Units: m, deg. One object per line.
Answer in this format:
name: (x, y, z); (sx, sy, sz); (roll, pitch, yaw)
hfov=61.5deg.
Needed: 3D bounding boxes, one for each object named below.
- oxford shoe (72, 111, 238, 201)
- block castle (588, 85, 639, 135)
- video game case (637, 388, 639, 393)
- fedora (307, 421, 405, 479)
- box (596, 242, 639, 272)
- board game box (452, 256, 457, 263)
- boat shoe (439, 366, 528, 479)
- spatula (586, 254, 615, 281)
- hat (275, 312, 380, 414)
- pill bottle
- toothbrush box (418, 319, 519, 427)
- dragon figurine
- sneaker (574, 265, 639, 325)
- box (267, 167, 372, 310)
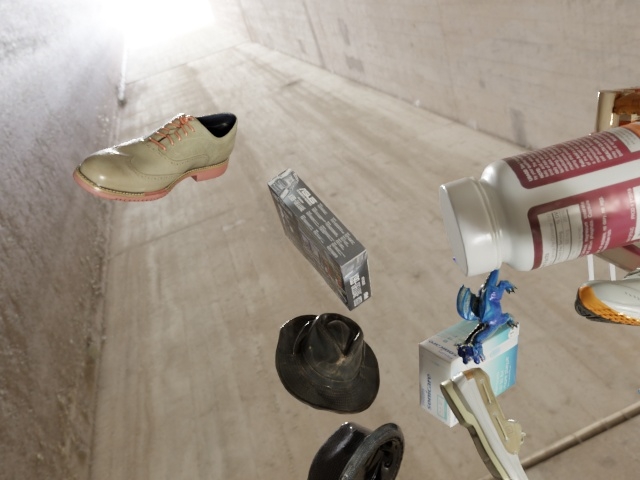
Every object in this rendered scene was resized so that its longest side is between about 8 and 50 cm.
oxford shoe: (-0.272, -0.165, 0.936); (0.123, 0.130, 0.348); (37, 31, 9)
block castle: (0.888, -0.256, 1.275); (0.303, 0.452, 0.213); (-148, -129, -60)
video game case: (1.055, 0.446, 1.593); (0.119, 0.166, 0.015); (55, 7, 31)
fedora: (0.071, 0.593, 1.378); (0.152, 0.334, 0.334); (22, -37, 37)
box: (0.771, 0.016, 1.310); (0.232, 0.127, 0.148); (34, 11, 32)
board game box: (0.593, -0.002, 1.960); (0.047, 0.160, 0.210); (46, -33, 3)
boat shoe: (0.375, 0.412, 1.128); (0.302, 0.103, 0.113); (60, -8, 14)
spatula: (0.818, 0.084, 1.504); (0.019, 0.168, 0.242); (44, 45, -80)
hat: (0.042, 0.285, 1.415); (0.134, 0.331, 0.331); (-63, -142, 33)
pill bottle: (0.445, -0.068, 1.033); (0.224, 0.391, 0.224); (-15, 90, -85)
toothbrush box: (0.426, 0.356, 1.543); (0.126, 0.295, 0.217); (24, -55, 51)
dragon figurine: (0.375, 0.144, 1.245); (0.085, 0.144, 0.290); (3, -84, 58)
sneaker: (0.439, 0.052, 0.696); (0.099, 0.262, 0.121); (169, -75, -69)
box: (0.000, 0.000, 1.333); (0.307, 0.076, 0.242); (48, -14, 29)
